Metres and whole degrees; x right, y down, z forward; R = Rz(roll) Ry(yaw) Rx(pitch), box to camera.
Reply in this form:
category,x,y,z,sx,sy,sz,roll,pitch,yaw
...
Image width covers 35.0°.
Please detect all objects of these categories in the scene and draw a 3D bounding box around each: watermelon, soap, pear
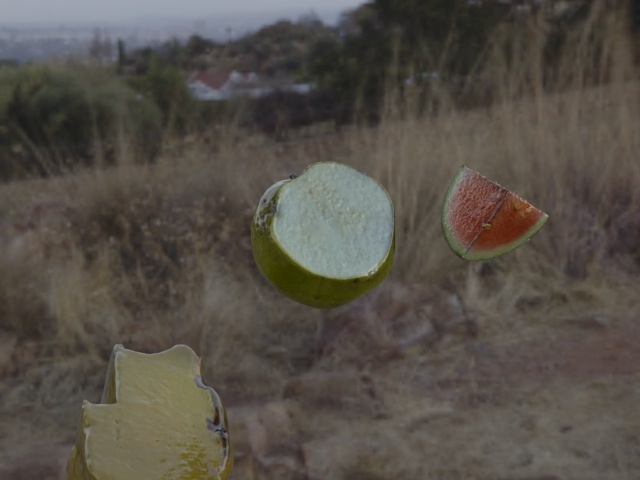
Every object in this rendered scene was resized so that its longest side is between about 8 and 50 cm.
category,x,y,z,sx,sy,sz,roll,pitch,yaw
watermelon,0.207,-0.028,1.224,0.125,0.135,0.094,35,-31,0
soap,-0.180,0.274,0.968,0.143,0.281,0.259,9,26,-17
pear,0.000,0.000,0.979,0.141,0.141,0.104,-5,-17,-19
